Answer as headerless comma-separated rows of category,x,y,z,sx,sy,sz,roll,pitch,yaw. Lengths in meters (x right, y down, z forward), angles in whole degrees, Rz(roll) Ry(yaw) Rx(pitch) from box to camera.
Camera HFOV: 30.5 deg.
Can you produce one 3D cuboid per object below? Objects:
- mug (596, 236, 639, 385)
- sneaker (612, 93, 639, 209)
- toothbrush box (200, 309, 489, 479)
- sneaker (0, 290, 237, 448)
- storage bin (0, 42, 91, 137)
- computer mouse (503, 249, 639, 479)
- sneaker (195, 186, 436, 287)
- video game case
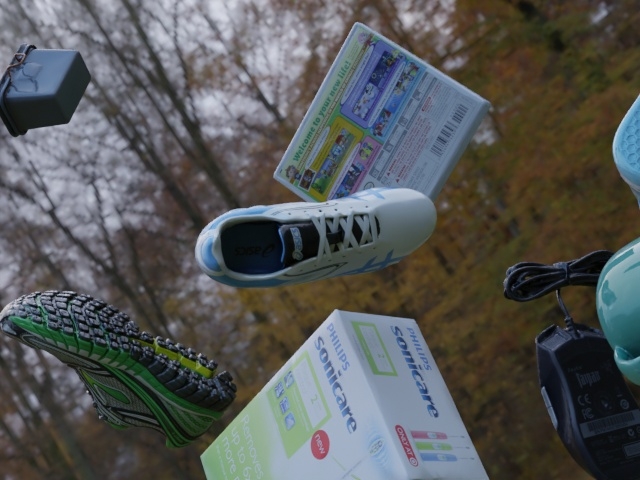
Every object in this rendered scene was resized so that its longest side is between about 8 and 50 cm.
mug,0.286,0.056,0.982,0.157,0.129,0.097,-2,-22,-36
sneaker,0.447,-0.145,1.327,0.319,0.127,0.208,-50,-34,-11
toothbrush box,0.015,0.241,1.242,0.122,0.206,0.283,11,-46,-40
sneaker,-0.297,0.189,1.645,0.146,0.343,0.134,-56,13,15
storage bin,-0.392,-0.222,1.676,0.091,0.135,0.098,-2,-44,17
computer mouse,0.306,0.137,1.286,0.184,0.262,0.060,-14,-17,-30
sneaker,0.000,0.000,1.114,0.237,0.085,0.086,-10,7,-9
video game case,0.066,-0.114,1.353,0.023,0.193,0.212,0,-58,-60
